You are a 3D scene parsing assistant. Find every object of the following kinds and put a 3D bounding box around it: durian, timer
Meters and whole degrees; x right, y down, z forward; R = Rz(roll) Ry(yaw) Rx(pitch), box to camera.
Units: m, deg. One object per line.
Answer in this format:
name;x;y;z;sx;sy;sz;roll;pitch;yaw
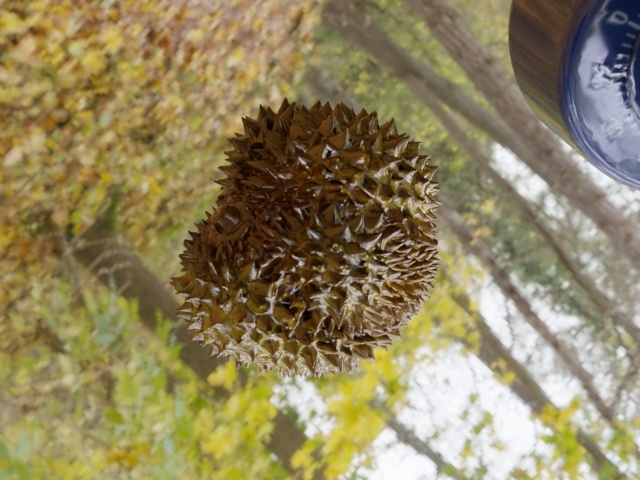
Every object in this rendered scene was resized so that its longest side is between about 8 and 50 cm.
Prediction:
durian;0.000;0.000;0.606;0.168;0.137;0.158;18;101;-48
timer;0.307;-0.108;0.785;0.270;0.270;0.383;-47;-157;20
